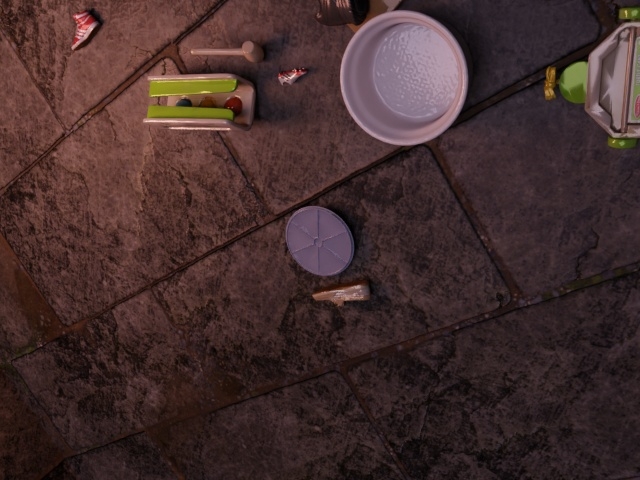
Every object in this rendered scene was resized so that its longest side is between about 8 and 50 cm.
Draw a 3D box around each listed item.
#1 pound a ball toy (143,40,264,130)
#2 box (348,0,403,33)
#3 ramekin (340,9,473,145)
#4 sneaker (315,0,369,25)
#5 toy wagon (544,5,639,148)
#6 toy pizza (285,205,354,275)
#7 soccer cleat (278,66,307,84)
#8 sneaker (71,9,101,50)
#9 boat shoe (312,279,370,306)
[{"bbox_3d":[-0.281,-0.386,1.615,0.320,0.136,0.208,5,89,25],"label":"pound a ball toy"},{"bbox_3d":[0.085,-0.567,1.393,0.201,0.021,0.164,47,124,0],"label":"box"},{"bbox_3d":[0.195,-0.356,1.365,0.278,0.135,0.277,11,117,23],"label":"ramekin"},{"bbox_3d":[0.011,-0.597,1.345,0.130,0.109,0.286,1,110,33],"label":"sneaker"},{"bbox_3d":[0.614,-0.312,1.216,0.345,0.068,0.267,6,114,25],"label":"toy wagon"},{"bbox_3d":[0.000,0.000,1.686,0.202,0.032,0.201,11,117,23],"label":"toy pizza"},{"bbox_3d":[-0.066,-0.400,1.542,0.083,0.029,0.035,-2,120,31],"label":"soccer cleat"},{"bbox_3d":[-0.664,-0.584,1.748,0.118,0.042,0.067,-35,98,26],"label":"sneaker"},{"bbox_3d":[0.057,0.150,1.706,0.170,0.063,0.059,-12,100,30],"label":"boat shoe"}]
